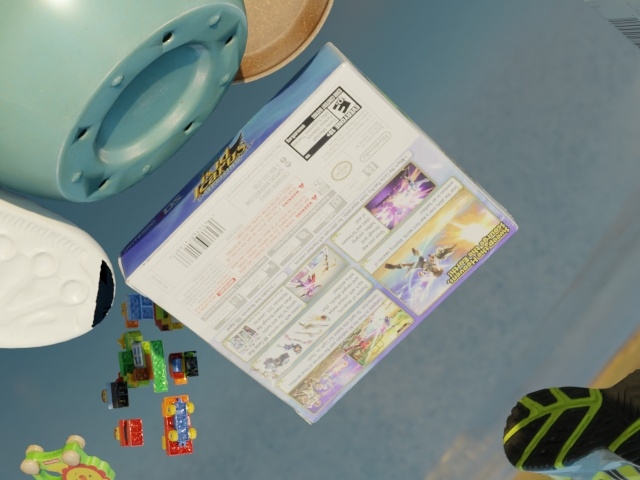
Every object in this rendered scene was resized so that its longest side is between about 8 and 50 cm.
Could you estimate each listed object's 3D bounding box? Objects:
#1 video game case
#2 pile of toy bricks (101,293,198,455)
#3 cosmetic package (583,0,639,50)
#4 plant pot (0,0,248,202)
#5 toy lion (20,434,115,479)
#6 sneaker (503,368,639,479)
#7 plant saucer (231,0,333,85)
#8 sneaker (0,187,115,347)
[{"bbox_3d":[0.000,0.000,1.358,0.269,0.244,0.061,-44,-151,9],"label":"video game case"},{"bbox_3d":[-0.218,0.157,1.851,0.118,0.212,0.105,-2,174,-31],"label":"pile of toy bricks"},{"bbox_3d":[0.411,-0.285,1.606,0.184,0.151,0.151,-56,-160,-7],"label":"cosmetic package"},{"bbox_3d":[-0.195,-0.169,1.091,0.293,0.235,0.293,-43,163,-16],"label":"plant pot"},{"bbox_3d":[-0.314,0.293,1.925,0.100,0.096,0.034,-15,-142,22],"label":"toy lion"},{"bbox_3d":[0.420,0.243,1.920,0.147,0.384,0.145,28,66,-39],"label":"sneaker"},{"bbox_3d":[-0.081,-0.224,1.242,0.198,0.198,0.036,-52,175,4],"label":"plant saucer"},{"bbox_3d":[-0.328,-0.023,1.244,0.236,0.322,0.130,-109,-151,-68],"label":"sneaker"}]
